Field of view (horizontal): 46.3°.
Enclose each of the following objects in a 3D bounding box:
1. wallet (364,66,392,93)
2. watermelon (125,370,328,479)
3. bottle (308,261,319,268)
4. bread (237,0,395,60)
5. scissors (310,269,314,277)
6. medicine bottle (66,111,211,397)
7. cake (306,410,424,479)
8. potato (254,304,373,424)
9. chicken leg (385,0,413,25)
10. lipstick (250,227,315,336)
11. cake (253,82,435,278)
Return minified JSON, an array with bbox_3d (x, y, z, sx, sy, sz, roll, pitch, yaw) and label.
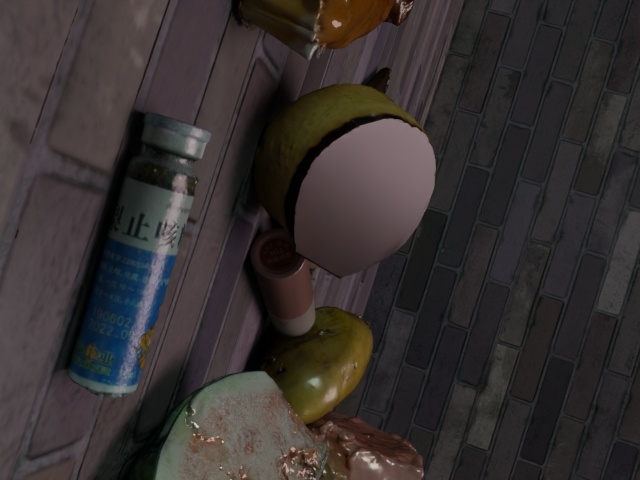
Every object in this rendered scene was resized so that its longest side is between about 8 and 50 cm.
[{"bbox_3d":[0.078,-0.218,1.328,0.243,0.039,0.133,-55,155,-59],"label":"wallet"},{"bbox_3d":[-0.108,0.274,0.703,0.305,0.180,0.224,-61,156,-57],"label":"watermelon"},{"bbox_3d":[-0.010,-0.016,1.018,0.152,0.098,0.099,94,16,-67],"label":"bottle"},{"bbox_3d":[0.015,-0.253,0.681,0.241,0.106,0.136,-52,160,-64],"label":"bread"},{"bbox_3d":[0.000,0.000,1.321,0.109,0.022,0.300,103,9,-46],"label":"scissors"},{"bbox_3d":[-0.125,0.010,0.516,0.051,0.051,0.191,-5,112,-80],"label":"medicine bottle"},{"bbox_3d":[-0.002,0.426,1.218,0.314,0.306,0.293,33,73,-81],"label":"cake"},{"bbox_3d":[-0.005,0.187,1.190,0.140,0.172,0.300,62,24,-5],"label":"potato"},{"bbox_3d":[0.158,-0.489,1.180,0.113,0.093,0.305,6,111,-63],"label":"chicken leg"},{"bbox_3d":[-0.046,0.064,1.014,0.254,0.070,0.070,84,25,-67],"label":"lipstick"},{"bbox_3d":[0.008,-0.085,0.842,0.207,0.178,0.185,-34,133,-18],"label":"cake"}]
